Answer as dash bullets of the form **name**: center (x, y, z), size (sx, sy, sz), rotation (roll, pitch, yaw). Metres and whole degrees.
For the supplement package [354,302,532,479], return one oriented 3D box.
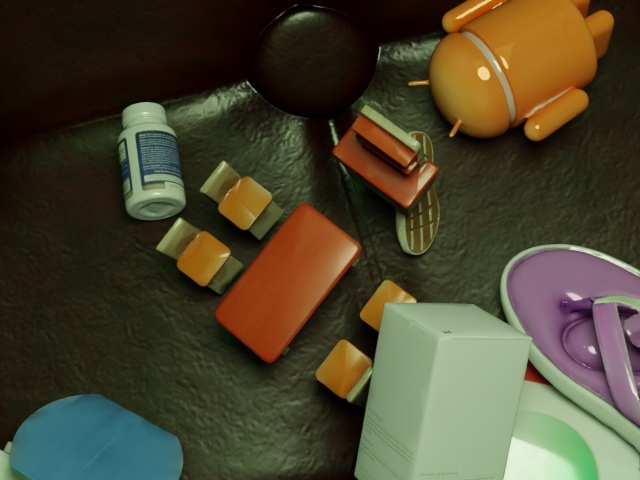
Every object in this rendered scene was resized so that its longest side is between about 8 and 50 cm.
- **supplement package**: center (0.112, 0.157, 1.024), size (0.105, 0.105, 0.179), rotation (3, 104, -26)

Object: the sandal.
- **sandal**: center (0.342, 0.129, 1.044), size (0.169, 0.102, 0.416), rotation (-29, 58, -22)

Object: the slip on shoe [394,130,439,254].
- **slip on shoe**: center (0.097, -0.050, 1.197), size (0.051, 0.041, 0.135), rotation (1, 83, -33)

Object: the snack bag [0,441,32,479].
- **snack bag**: center (-0.236, 0.401, 1.047), size (0.342, 0.037, 0.323), rotation (22, 72, 11)

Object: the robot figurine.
- **robot figurine**: center (0.210, -0.195, 1.198), size (0.219, 0.128, 0.158), rotation (-30, 105, -8)

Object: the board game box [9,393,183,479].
- **board game box**: center (-0.222, 0.223, 1.100), size (0.168, 0.033, 0.133), rotation (25, 35, 15)

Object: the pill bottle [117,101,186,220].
- **pill bottle**: center (-0.188, -0.088, 1.214), size (0.067, 0.067, 0.120), rotation (-11, 69, 0)

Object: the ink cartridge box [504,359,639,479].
- **ink cartridge box**: center (0.264, 0.171, 1.095), size (0.181, 0.056, 0.225), rotation (11, 72, 7)

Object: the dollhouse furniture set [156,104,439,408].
- **dollhouse furniture set**: center (0.000, 0.000, 1.106), size (0.262, 0.135, 0.259), rotation (37, 88, 15)
